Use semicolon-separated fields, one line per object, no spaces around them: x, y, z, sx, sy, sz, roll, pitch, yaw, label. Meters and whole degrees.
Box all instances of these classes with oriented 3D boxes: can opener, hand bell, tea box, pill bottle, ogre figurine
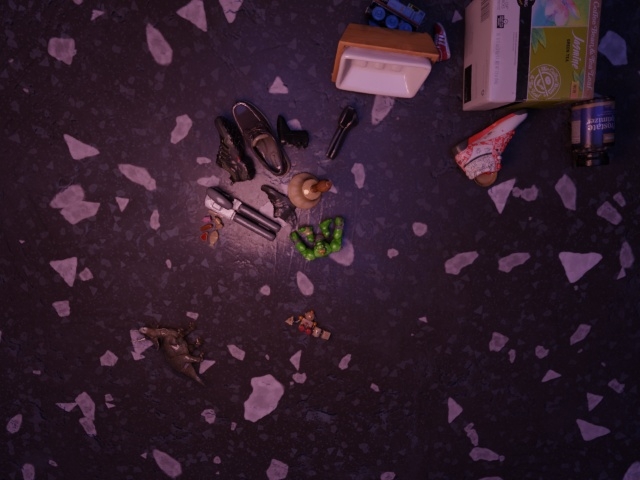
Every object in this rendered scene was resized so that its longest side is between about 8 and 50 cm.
-0.270;-0.086;1.409;0.280;0.093;0.074;30;97;-11;can opener
-0.012;-0.166;1.307;0.126;0.242;0.126;-1;92;-20;hand bell
0.636;-0.586;1.274;0.323;0.220;0.329;-3;100;-2;tea box
0.908;-0.360;1.373;0.122;0.123;0.220;-7;101;0;pill bottle
0.068;-0.360;1.385;0.073;0.059;0.186;16;111;-31;can opener
0.000;0.000;1.431;0.196;0.097;0.118;-17;83;-14;ogre figurine

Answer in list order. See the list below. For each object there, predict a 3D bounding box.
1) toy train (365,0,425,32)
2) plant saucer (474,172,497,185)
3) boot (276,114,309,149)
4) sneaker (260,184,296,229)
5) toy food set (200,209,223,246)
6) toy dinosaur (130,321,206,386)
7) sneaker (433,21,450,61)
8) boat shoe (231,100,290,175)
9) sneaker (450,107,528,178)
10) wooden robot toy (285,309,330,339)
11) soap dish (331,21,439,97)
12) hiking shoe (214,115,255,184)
0.237;-0.712;1.314;0.184;0.080;0.105;29;89;-4;toy train
0.574;-0.232;1.440;0.083;0.015;0.084;0;100;-2;plant saucer
-0.092;-0.362;1.378;0.099;0.045;0.121;-2;68;-21;boot
-0.146;-0.115;1.422;0.170;0.051;0.089;29;94;-10;sneaker
-0.386;-0.046;1.446;0.077;0.019;0.122;26;106;-6;toy food set
-0.512;0.398;1.490;0.160;0.121;0.314;-29;105;16;toy dinosaur
0.377;-0.644;1.345;0.066;0.042;0.119;-22;102;-1;sneaker
-0.197;-0.337;1.358;0.102;0.092;0.285;-30;99;5;boat shoe
0.590;-0.314;1.378;0.270;0.090;0.145;-30;88;9;sneaker
-0.036;0.296;1.495;0.173;0.076;0.079;25;88;-6;wooden robot toy
0.190;-0.553;1.274;0.290;0.229;0.118;7;83;-3;soap dish
-0.310;-0.290;1.357;0.114;0.086;0.227;-15;111;19;hiking shoe
